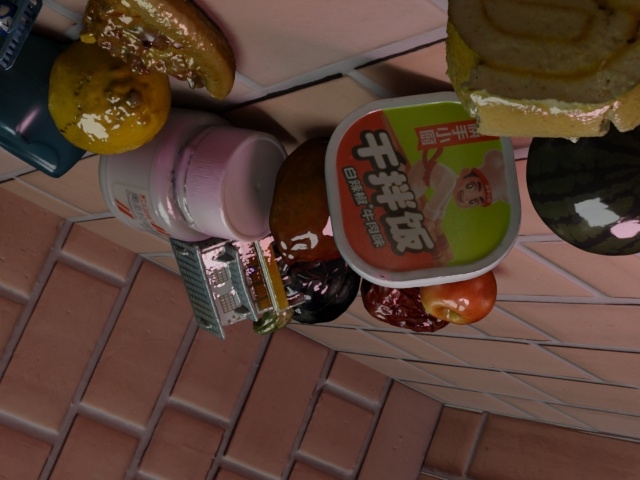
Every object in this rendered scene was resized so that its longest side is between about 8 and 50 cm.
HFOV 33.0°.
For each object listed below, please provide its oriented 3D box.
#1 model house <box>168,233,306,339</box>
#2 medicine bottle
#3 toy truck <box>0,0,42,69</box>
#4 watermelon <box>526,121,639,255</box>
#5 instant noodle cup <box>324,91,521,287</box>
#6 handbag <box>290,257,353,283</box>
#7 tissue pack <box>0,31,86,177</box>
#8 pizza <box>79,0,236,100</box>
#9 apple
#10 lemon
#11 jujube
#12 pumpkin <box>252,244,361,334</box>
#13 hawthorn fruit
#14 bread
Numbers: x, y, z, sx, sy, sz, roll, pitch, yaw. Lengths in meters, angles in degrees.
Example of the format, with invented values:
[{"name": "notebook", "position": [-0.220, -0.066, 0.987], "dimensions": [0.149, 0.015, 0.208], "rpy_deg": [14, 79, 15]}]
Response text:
[{"name": "model house", "position": [-0.171, 0.044, 2.140], "dimensions": [0.198, 0.215, 0.224], "rpy_deg": [-129, 21, -56]}, {"name": "medicine bottle", "position": [-0.228, -0.118, 1.977], "dimensions": [0.302, 0.241, 0.241], "rpy_deg": [12, 163, 36]}, {"name": "toy truck", "position": [-0.508, -0.346, 1.753], "dimensions": [0.074, 0.136, 0.063], "rpy_deg": [15, 167, 30]}, {"name": "watermelon", "position": [0.350, -0.082, 1.294], "dimensions": [0.212, 0.212, 0.212], "rpy_deg": [21, 167, 5]}, {"name": "instant noodle cup", "position": [0.150, -0.053, 1.614], "dimensions": [0.293, 0.294, 0.308], "rpy_deg": [20, 174, 7]}, {"name": "handbag", "position": [0.000, 0.000, 2.206], "dimensions": [0.155, 0.169, 0.215], "rpy_deg": [-20, -179, -15]}, {"name": "tissue pack", "position": [-0.523, -0.262, 1.997], "dimensions": [0.198, 0.206, 0.287], "rpy_deg": [28, 167, 15]}, {"name": "pizza", "position": [-0.224, -0.307, 1.595], "dimensions": [0.257, 0.087, 0.268], "rpy_deg": [22, 165, -13]}, {"name": "apple", "position": [0.289, 0.099, 2.262], "dimensions": [0.163, 0.139, 0.163], "rpy_deg": [20, 153, 10]}, {"name": "lemon", "position": [-0.351, -0.242, 1.794], "dimensions": [0.204, 0.204, 0.260], "rpy_deg": [30, 175, -29]}, {"name": "jujube", "position": [0.202, 0.130, 2.498], "dimensions": [0.230, 0.155, 0.155], "rpy_deg": [19, 169, -26]}, {"name": "pumpkin", "position": [-0.059, 0.097, 2.493], "dimensions": [0.295, 0.296, 0.296], "rpy_deg": [21, 167, 5]}, {"name": "hawthorn fruit", "position": [0.003, -0.048, 1.870], "dimensions": [0.208, 0.248, 0.208], "rpy_deg": [31, -178, -1]}, {"name": "bread", "position": [0.248, -0.188, 1.095], "dimensions": [0.257, 0.186, 0.124], "rpy_deg": [9, 159, 17]}]
